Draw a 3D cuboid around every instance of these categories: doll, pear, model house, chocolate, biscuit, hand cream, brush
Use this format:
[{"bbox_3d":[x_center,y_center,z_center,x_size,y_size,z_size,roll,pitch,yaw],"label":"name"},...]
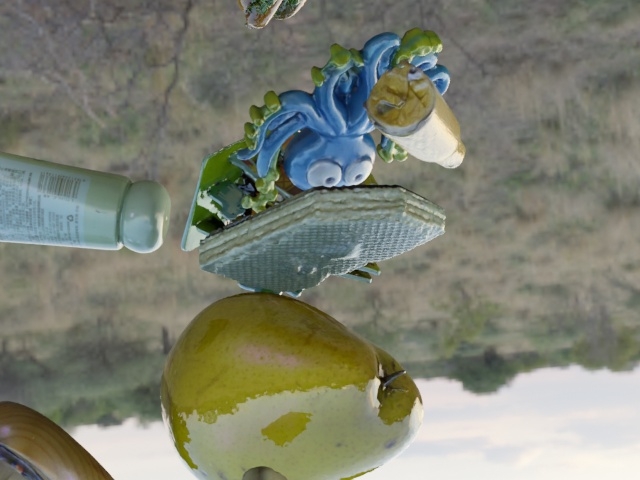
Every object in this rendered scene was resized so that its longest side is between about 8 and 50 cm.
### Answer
[{"bbox_3d":[0.049,-0.170,1.499,0.346,0.099,0.341,-13,149,-28],"label":"doll"},{"bbox_3d":[-0.039,0.194,1.272,0.336,0.285,0.285,-11,172,9],"label":"pear"},{"bbox_3d":[-0.031,-0.046,1.823,0.312,0.243,0.357,34,-141,20],"label":"model house"},{"bbox_3d":[0.121,-0.125,1.147,0.085,0.086,0.219,-8,165,20],"label":"chocolate"},{"bbox_3d":[0.000,0.000,1.118,0.252,0.052,0.150,-22,151,36],"label":"biscuit"},{"bbox_3d":[-0.345,-0.045,1.269,0.305,0.147,0.093,7,-151,-2],"label":"hand cream"},{"bbox_3d":[-0.376,0.343,1.301,0.266,0.166,0.174,33,138,-2],"label":"brush"}]

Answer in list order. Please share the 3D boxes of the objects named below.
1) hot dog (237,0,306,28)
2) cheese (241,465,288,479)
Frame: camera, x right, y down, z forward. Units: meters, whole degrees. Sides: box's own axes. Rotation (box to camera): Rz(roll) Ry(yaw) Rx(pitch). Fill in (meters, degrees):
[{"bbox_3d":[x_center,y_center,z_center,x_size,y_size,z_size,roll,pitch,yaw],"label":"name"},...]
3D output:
[{"bbox_3d":[-0.031,-0.446,1.472,0.135,0.100,0.337,-1,137,-34],"label":"hot dog"},{"bbox_3d":[-0.057,0.313,1.022,0.043,0.194,0.065,-34,120,21],"label":"cheese"}]
